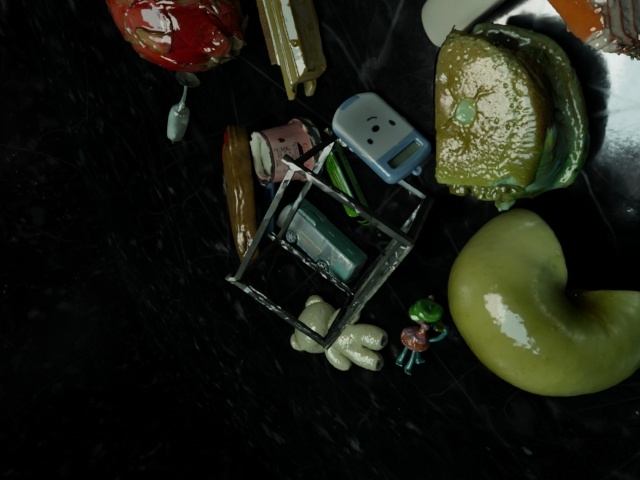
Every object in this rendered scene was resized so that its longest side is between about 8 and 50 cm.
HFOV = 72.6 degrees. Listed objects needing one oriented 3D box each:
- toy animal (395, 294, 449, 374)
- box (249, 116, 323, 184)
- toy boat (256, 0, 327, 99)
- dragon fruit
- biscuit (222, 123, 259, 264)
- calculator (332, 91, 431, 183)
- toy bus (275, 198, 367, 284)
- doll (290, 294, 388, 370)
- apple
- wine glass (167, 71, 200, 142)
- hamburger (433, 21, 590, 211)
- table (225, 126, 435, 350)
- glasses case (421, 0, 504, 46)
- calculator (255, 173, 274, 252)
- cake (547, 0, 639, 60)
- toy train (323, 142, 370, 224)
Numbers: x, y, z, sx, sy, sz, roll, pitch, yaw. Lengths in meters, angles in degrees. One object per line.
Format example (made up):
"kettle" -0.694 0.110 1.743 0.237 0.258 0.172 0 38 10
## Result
"toy animal" 0.245 0.227 1.037 0.103 0.100 0.208 17 122 11
"box" -0.084 -0.202 1.017 0.151 0.135 0.151 40 139 47
"toy boat" -0.072 -0.452 0.899 0.115 0.089 0.310 7 121 48
"dragon fruit" -0.328 -0.532 0.982 0.277 0.277 0.342 -13 114 50
"biscuit" -0.214 -0.126 1.158 0.359 0.074 0.381 -115 19 -49
"calculator" 0.119 -0.200 0.848 0.210 0.121 0.039 47 168 14
"toy bus" 0.000 0.000 1.142 0.261 0.091 0.109 43 129 16
"doll" 0.064 0.277 1.255 0.278 0.175 0.149 17 166 29
"apple" 0.339 0.115 0.700 0.295 0.233 0.258 40 168 7
"wine glass" -0.430 -0.401 1.340 0.074 0.074 0.262 51 142 8
"hamburger" 0.285 -0.172 0.644 0.192 0.167 0.288 17 128 39
"table" 0.015 -0.005 0.911 0.272 0.222 0.335 35 125 3
"glasses case" 0.213 -0.356 0.641 0.081 0.051 0.204 63 167 -8
"calculator" -0.146 -0.101 1.180 0.051 0.173 0.293 3 129 -4
"cake" 0.327 -0.348 0.520 0.287 0.098 0.135 53 160 0
"toy train" 0.060 -0.124 1.022 0.044 0.042 0.209 -15 104 51
